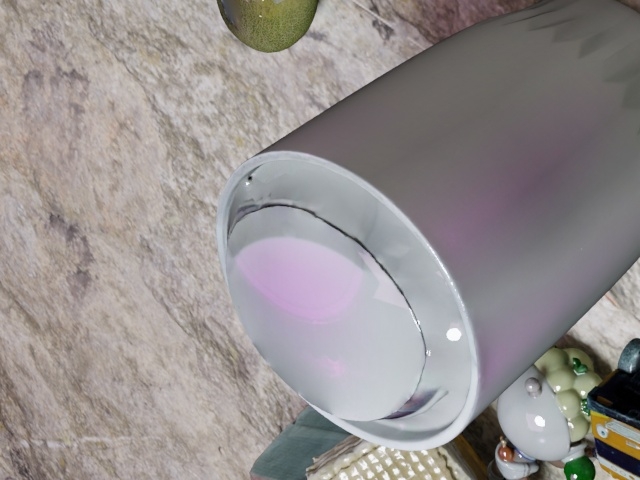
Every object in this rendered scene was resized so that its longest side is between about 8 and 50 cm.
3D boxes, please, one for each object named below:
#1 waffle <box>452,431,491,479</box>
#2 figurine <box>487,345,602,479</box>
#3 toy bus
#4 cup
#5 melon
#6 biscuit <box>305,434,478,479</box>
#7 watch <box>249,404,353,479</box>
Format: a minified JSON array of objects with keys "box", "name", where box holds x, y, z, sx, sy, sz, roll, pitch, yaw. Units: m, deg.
[{"box":[0.146,0.215,1.931,0.135,0.021,0.092,54,-179,-2],"name":"waffle"},{"box":[0.210,0.176,1.812,0.197,0.093,0.147,95,151,-54],"name":"figurine"},{"box":[0.306,0.120,1.559,0.098,0.201,0.114,23,137,35],"name":"toy bus"},{"box":[0.118,-0.031,1.498,0.253,0.371,0.253,30,139,29],"name":"cup"},{"box":[-0.050,-0.248,1.745,0.099,0.099,0.162,25,134,34],"name":"melon"},{"box":[0.159,0.352,1.858,0.426,0.144,0.078,54,-172,-9],"name":"biscuit"},{"box":[0.079,0.288,2.010,0.241,0.162,0.253,53,155,-19],"name":"watch"}]
